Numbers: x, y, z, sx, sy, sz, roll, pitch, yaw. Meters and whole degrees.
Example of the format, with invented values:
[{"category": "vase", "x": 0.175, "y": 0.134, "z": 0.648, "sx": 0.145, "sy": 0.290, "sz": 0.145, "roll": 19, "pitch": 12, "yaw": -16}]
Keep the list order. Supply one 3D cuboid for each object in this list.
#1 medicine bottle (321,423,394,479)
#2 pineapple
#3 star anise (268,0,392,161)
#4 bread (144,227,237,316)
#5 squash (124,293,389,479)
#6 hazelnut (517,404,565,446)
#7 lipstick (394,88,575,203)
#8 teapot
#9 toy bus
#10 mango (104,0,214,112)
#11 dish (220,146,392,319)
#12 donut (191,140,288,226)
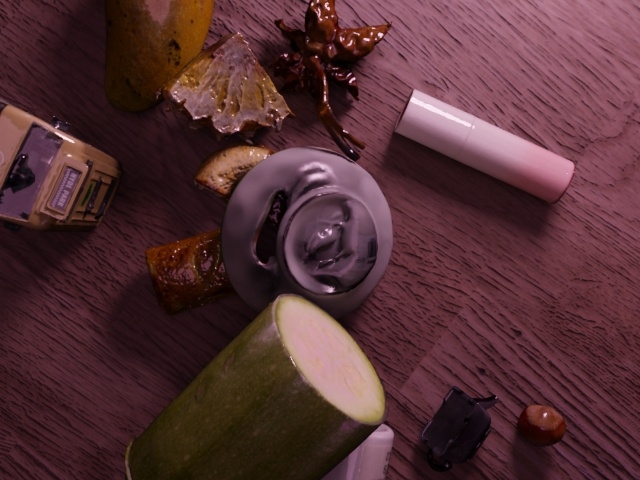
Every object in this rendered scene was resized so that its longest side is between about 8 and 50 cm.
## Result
[{"category": "medicine bottle", "x": 0.042, "y": 0.446, "z": 1.287, "sx": 0.145, "sy": 0.144, "sz": 0.252, "roll": 12, "pitch": 86, "yaw": -2}, {"category": "pineapple", "x": -0.161, "y": -0.265, "z": 1.261, "sx": 0.236, "sy": 0.114, "sz": 0.186, "roll": 8, "pitch": 100, "yaw": -32}, {"category": "star anise", "x": 0.025, "y": -0.307, "z": 1.297, "sx": 0.237, "sy": 0.148, "sz": 0.346, "roll": -8, "pitch": 80, "yaw": 0}, {"category": "bread", "x": -0.215, "y": 0.054, "z": 1.301, "sx": 0.172, "sy": 0.103, "sz": 0.132, "roll": -17, "pitch": 88, "yaw": -1}, {"category": "squash", "x": -0.107, "y": 0.308, "z": 1.173, "sx": 0.263, "sy": 0.263, "sz": 0.384, "roll": 46, "pitch": 106, "yaw": -1}, {"category": "hazelnut", "x": 0.410, "y": 0.345, "z": 1.342, "sx": 0.086, "sy": 0.086, "sz": 0.086, "roll": 0, "pitch": 89, "yaw": -3}, {"category": "lipstick", "x": 0.301, "y": -0.173, "z": 1.335, "sx": 0.327, "sy": 0.087, "sz": 0.087, "roll": 25, "pitch": 88, "yaw": -2}, {"category": "teapot", "x": 0.263, "y": 0.352, "z": 1.333, "sx": 0.096, "sy": 0.087, "sz": 0.177, "roll": 36, "pitch": 88, "yaw": -25}, {"category": "toy bus", "x": -0.447, "y": -0.110, "z": 1.164, "sx": 0.202, "sy": 0.365, "sz": 0.177, "roll": 24, "pitch": 89, "yaw": -5}, {"category": "mango", "x": -0.292, "y": -0.389, "z": 1.278, "sx": 0.177, "sy": 0.176, "sz": 0.329, "roll": 10, "pitch": 89, "yaw": 41}, {"category": "dish", "x": 0.000, "y": 0.000, "z": 1.244, "sx": 0.324, "sy": 0.124, "sz": 0.324, "roll": -3, "pitch": 98, "yaw": -24}, {"category": "donut", "x": -0.121, "y": -0.108, "z": 1.316, "sx": 0.217, "sy": 0.085, "sz": 0.141, "roll": 25, "pitch": 88, "yaw": -2}]
